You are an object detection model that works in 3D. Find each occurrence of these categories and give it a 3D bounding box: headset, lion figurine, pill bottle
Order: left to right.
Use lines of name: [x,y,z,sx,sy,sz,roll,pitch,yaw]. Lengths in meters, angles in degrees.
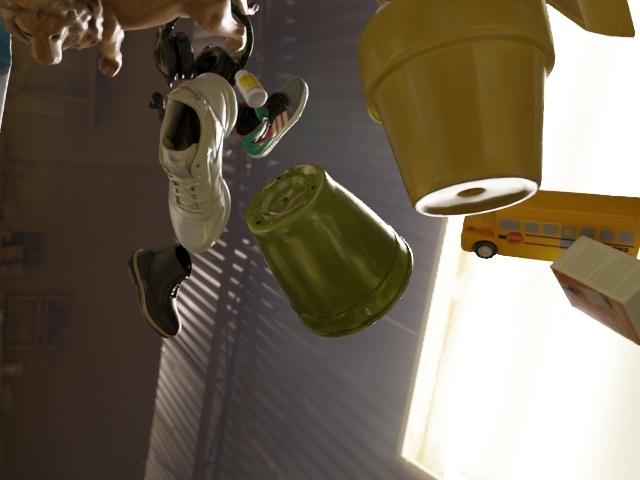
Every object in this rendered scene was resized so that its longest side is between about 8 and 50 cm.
lion figurine: [-0.258,-0.355,0.831,0.142,0.392,0.240,65,-16,1]
headset: [-0.347,-0.486,1.498,0.394,0.243,0.185,-53,-132,28]
pill bottle: [-0.142,-0.305,1.111,0.083,0.043,0.043,58,-43,33]

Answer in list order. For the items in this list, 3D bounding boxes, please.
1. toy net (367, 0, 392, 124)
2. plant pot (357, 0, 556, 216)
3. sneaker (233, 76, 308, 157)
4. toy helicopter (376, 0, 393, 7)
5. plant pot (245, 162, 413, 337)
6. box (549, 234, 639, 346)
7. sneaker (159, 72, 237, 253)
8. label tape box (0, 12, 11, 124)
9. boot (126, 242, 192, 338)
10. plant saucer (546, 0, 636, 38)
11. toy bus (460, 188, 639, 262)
toy net: [0.146,-0.335,1.042,0.122,0.045,0.232,-3,-85,16]
plant pot: [0.186,-0.168,0.735,0.254,0.254,0.239,-26,-115,56]
sneaker: [-0.168,-0.409,1.729,0.124,0.178,0.295,36,-88,22]
toy helicopter: [0.201,-0.580,1.534,0.140,0.235,0.355,-36,-118,46]
plant pot: [0.000,0.000,1.450,0.366,0.353,0.366,-24,-143,20]
box: [0.524,0.088,1.001,0.091,0.130,0.170,-42,-152,-3]
sneaker: [-0.218,-0.112,0.902,0.152,0.114,0.305,-51,152,-62]
label tape box: [-0.617,-0.227,0.866,0.249,0.115,0.348,35,-62,20]
boot: [-0.304,0.104,1.141,0.137,0.077,0.198,-13,-72,27]
plant saucer: [0.551,-0.622,1.248,0.081,0.333,0.333,-30,-144,16]
toy bus: [0.461,-0.029,1.135,0.332,0.108,0.130,7,-49,21]
